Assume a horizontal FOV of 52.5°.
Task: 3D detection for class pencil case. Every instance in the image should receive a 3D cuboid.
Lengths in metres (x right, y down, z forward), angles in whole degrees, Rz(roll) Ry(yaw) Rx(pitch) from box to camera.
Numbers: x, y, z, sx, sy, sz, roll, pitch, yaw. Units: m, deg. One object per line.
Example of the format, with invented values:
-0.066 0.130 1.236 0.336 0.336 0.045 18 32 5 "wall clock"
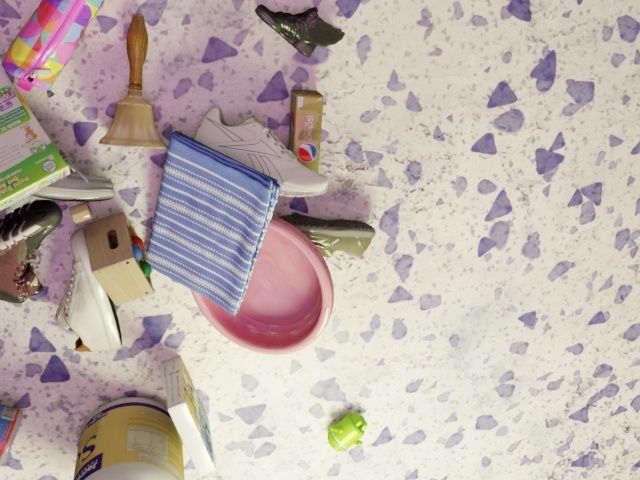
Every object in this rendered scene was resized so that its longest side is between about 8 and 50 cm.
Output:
-0.467 -0.375 1.152 0.104 0.104 0.236 31 102 -24 "pencil case"

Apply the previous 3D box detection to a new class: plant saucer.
-0.121 0.084 1.380 0.332 0.084 0.332 10 118 19 "plant saucer"

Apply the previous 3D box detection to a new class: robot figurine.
0.067 0.498 1.683 0.115 0.067 0.101 -42 128 6 "robot figurine"

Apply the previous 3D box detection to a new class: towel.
-0.228 -0.027 1.298 0.243 0.040 0.336 27 122 10 "towel"

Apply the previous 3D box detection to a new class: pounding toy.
-0.413 -0.008 1.292 0.094 0.181 0.206 -19 143 -6 "pounding toy"

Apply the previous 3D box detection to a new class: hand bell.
-0.351 -0.299 1.226 0.126 0.126 0.242 2 100 -15 "hand bell"

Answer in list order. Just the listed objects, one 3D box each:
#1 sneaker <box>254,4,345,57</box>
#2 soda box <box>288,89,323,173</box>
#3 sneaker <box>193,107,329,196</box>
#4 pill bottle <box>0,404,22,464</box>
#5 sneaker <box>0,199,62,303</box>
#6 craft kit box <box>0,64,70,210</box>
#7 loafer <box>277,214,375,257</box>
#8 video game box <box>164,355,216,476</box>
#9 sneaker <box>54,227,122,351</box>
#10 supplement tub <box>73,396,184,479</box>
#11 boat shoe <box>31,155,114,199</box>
-0.039 -0.425 1.265 0.170 0.051 0.089 34 101 -29 "sneaker"
-0.033 -0.217 1.349 0.058 0.061 0.181 -1 113 -14 "soda box"
-0.118 -0.170 1.290 0.297 0.111 0.129 21 98 0 "sneaker"
-0.774 0.398 1.397 0.221 0.124 0.124 23 106 -21 "pill bottle"
-0.587 0.033 1.294 0.281 0.106 0.162 -23 126 18 "sneaker"
-0.613 -0.165 1.126 0.249 0.061 0.247 -33 88 -21 "craft kit box"
0.000 0.000 1.434 0.251 0.094 0.088 5 108 -16 "loafer"
-0.298 0.398 1.482 0.048 0.187 0.205 -21 117 -9 "video game box"
-0.501 0.117 1.352 0.123 0.106 0.290 -10 116 -12 "sneaker"
-0.420 0.533 1.428 0.241 0.331 0.241 -5 114 -12 "supplement tub"
-0.550 -0.138 1.228 0.320 0.118 0.103 11 89 -11 "boat shoe"
